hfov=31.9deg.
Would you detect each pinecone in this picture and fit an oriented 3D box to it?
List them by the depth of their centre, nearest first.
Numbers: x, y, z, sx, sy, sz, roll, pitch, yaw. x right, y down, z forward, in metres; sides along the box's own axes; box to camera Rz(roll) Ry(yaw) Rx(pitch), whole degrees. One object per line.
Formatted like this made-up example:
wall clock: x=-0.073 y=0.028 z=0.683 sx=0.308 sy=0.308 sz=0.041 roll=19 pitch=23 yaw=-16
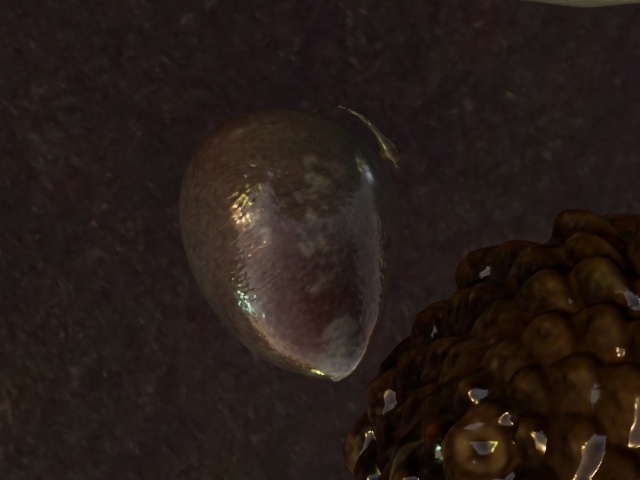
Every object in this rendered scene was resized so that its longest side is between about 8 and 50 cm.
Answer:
pinecone: x=0.160 y=0.108 z=0.452 sx=0.292 sy=0.246 sz=0.246 roll=12 pitch=111 yaw=-38

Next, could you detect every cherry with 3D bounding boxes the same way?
cherry: x=0.004 y=0.005 z=0.602 sx=0.115 sy=0.148 sz=0.188 roll=-42 pitch=151 yaw=10

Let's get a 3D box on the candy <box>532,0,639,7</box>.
candy: x=0.121 y=-0.187 z=0.421 sx=0.427 sy=0.386 sz=0.186 roll=6 pitch=93 yaw=-13
